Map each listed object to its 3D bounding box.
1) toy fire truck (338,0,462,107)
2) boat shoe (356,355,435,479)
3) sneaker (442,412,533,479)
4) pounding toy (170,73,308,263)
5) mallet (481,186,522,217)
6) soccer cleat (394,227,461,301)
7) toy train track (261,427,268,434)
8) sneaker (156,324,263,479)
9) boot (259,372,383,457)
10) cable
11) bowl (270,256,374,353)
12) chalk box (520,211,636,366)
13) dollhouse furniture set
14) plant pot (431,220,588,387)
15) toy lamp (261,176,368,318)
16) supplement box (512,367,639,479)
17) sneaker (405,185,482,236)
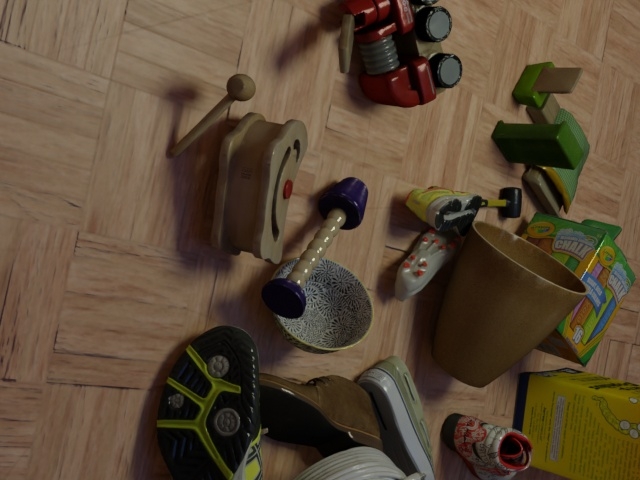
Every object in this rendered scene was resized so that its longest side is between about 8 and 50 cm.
[{"bbox_3d":[0.097,-0.300,1.500,0.246,0.158,0.217,-30,118,-25],"label":"toy fire truck"},{"bbox_3d":[0.154,0.346,1.678,0.094,0.109,0.302,-35,117,-38],"label":"boat shoe"},{"bbox_3d":[0.361,0.430,1.870,0.270,0.145,0.090,43,67,-41],"label":"sneaker"},{"bbox_3d":[-0.115,-0.106,1.361,0.154,0.155,0.269,-34,134,-69],"label":"pounding toy"},{"bbox_3d":[0.325,-0.081,1.833,0.190,0.039,0.062,7,91,-41],"label":"mallet"},{"bbox_3d":[0.187,0.038,1.698,0.196,0.068,0.076,-39,158,-46],"label":"soccer cleat"},{"bbox_3d":[-0.104,0.286,1.447,0.048,0.014,0.083,-12,128,-11],"label":"toy train track"},{"bbox_3d":[-0.151,0.314,1.372,0.147,0.145,0.384,22,72,-79],"label":"sneaker"},{"bbox_3d":[-0.017,0.262,1.521,0.305,0.112,0.115,34,42,-38],"label":"boot"},{"bbox_3d":[0.028,0.444,1.513,0.257,0.089,0.257,9,118,-34],"label":"cable"},{"bbox_3d":[-0.010,0.115,1.473,0.170,0.170,0.080,-30,161,-38],"label":"bowl"},{"bbox_3d":[0.494,0.069,1.901,0.179,0.180,0.289,45,71,-41],"label":"chalk box"},{"bbox_3d":[0.504,-0.189,1.909,0.301,0.151,0.197,47,64,-39],"label":"dollhouse furniture set"},{"bbox_3d":[0.316,0.132,1.727,0.237,0.237,0.254,10,115,-46],"label":"plant pot"},{"bbox_3d":[0.000,0.000,1.461,0.274,0.080,0.080,-56,132,-42],"label":"toy lamp"},{"bbox_3d":[0.599,0.394,1.954,0.194,0.356,0.195,3,94,-46],"label":"supplement box"},{"bbox_3d":[0.219,-0.063,1.694,0.208,0.094,0.081,9,106,-62],"label":"sneaker"}]
